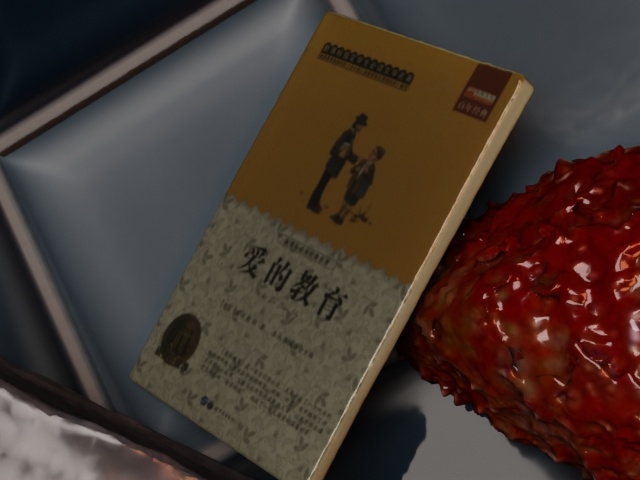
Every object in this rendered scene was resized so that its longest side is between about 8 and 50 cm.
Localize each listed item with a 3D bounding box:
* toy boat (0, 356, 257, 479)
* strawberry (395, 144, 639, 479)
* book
[{"bbox_3d":[-0.132,0.163,0.636,0.276,0.111,0.293,41,86,-2],"label":"toy boat"},{"bbox_3d":[0.115,0.024,0.626,0.192,0.085,0.140,35,92,23],"label":"strawberry"},{"bbox_3d":[0.000,0.000,0.678,0.118,0.012,0.172,26,87,46],"label":"book"}]
